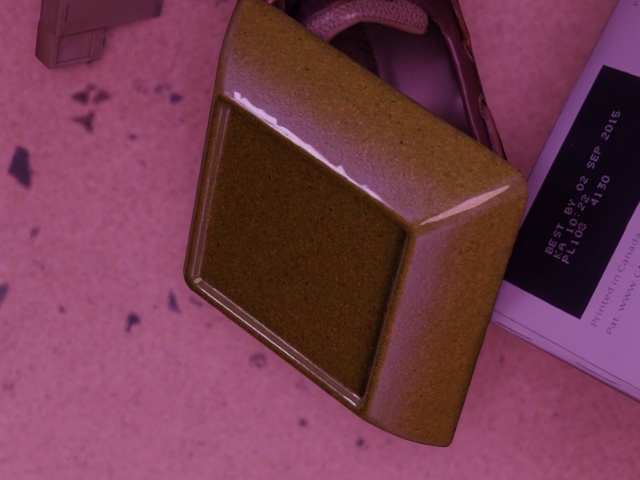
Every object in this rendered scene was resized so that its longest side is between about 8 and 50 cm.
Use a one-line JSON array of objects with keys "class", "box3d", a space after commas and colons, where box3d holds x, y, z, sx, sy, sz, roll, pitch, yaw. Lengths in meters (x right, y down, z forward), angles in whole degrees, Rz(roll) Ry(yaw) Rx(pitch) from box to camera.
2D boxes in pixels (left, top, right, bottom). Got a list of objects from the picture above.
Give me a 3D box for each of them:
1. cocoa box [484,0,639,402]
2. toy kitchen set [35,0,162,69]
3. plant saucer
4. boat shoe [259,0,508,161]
[{"class": "cocoa box", "box3d": [0.283, -0.051, 0.959, 0.228, 0.231, 0.347, 25, 93, -34]}, {"class": "toy kitchen set", "box3d": [-0.133, -0.152, 1.087, 0.068, 0.075, 0.083, -16, 133, -35]}, {"class": "plant saucer", "box3d": [0.000, 0.000, 0.996, 0.188, 0.045, 0.188, 36, 135, 25]}, {"class": "boat shoe", "box3d": [0.020, -0.121, 1.039, 0.123, 0.123, 0.342, -21, 93, 0]}]
